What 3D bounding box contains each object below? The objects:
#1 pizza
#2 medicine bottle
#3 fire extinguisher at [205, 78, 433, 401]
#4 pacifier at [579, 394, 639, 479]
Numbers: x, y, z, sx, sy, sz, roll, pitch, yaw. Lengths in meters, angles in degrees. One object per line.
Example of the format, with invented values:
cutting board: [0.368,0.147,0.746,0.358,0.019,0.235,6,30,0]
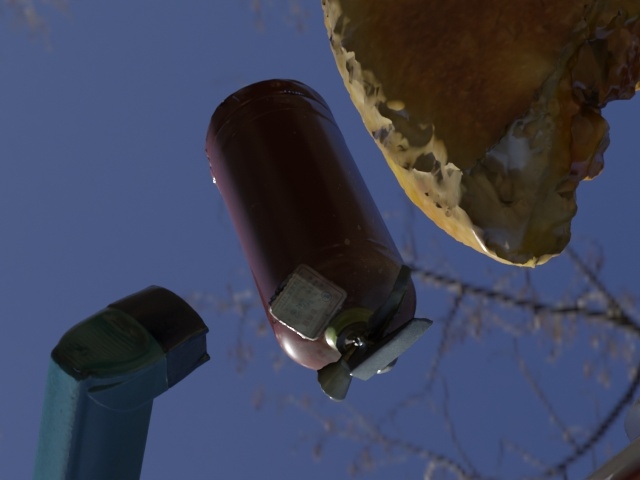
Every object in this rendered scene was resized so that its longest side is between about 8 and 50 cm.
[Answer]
pizza: [0.101,-0.140,0.761,0.226,0.086,0.335,-21,-132,25]
medicine bottle: [-0.172,0.165,1.532,0.079,0.258,0.124,33,-148,34]
fire extinguisher: [0.000,0.000,1.220,0.105,0.104,0.269,-17,-141,-5]
pacifier: [0.370,0.200,1.679,0.273,0.220,0.332,30,-158,24]
